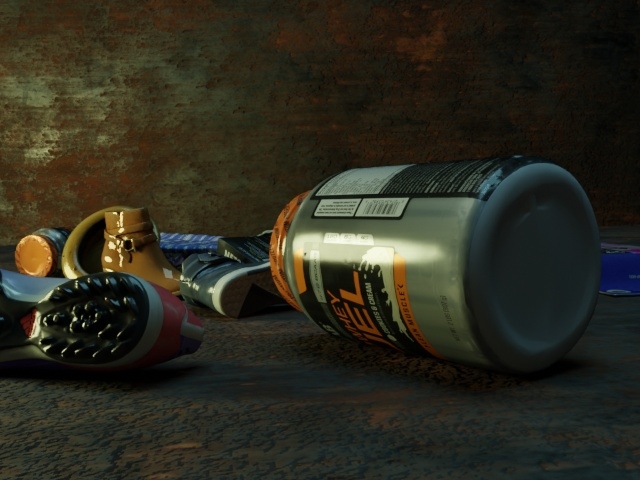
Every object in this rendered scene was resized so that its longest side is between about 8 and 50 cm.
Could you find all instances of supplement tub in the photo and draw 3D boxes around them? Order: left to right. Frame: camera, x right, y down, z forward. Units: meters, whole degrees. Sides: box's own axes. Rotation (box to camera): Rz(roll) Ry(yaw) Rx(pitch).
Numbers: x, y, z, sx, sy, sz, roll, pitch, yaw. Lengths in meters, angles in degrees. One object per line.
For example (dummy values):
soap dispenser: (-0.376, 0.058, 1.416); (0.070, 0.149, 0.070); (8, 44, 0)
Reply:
supplement tub: (-0.536, 0.028, 1.572); (0.117, 0.116, 0.190); (0, 4, 18)
supplement tub: (0.097, 0.018, 0.760); (0.194, 0.193, 0.316); (-4, 4, -36)

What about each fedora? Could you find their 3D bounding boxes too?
fedora: (-0.378, 0.028, 1.392); (0.195, 0.194, 0.079); (-1, -33, 5)

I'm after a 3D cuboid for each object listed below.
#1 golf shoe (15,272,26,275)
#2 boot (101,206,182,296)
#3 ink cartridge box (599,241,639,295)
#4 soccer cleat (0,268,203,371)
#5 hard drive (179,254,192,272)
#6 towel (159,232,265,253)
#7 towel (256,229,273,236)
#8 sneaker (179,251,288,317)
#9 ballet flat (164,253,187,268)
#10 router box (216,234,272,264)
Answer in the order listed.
golf shoe: (-0.468, 0.090, 1.020); (0.186, 0.067, 0.086); (0, 31, -16)
boot: (-0.285, 0.020, 1.260); (0.197, 0.152, 0.073); (0, 3, 18)
ink cartridge box: (0.498, 0.045, 1.317); (0.176, 0.069, 0.371); (-2, 5, -8)
soccer cleat: (-0.267, 0.084, 0.746); (0.319, 0.108, 0.116); (-2, -18, 26)
hard drive: (-0.196, 0.051, 1.549); (0.172, 0.054, 0.254); (-1, 3, 1)
towel: (-0.309, 0.000, 1.562); (0.336, 0.040, 0.243); (2, 4, 19)
towel: (0.000, 0.000, 1.916); (0.313, 0.056, 0.324); (-2, -8, -2)
sneaker: (-0.101, 0.056, 1.126); (0.226, 0.086, 0.163); (-6, 8, -41)
ballet flat: (-0.338, 0.030, 1.789); (0.077, 0.079, 0.221); (-2, 3, 20)
router box: (-0.089, 0.039, 1.363); (0.133, 0.046, 0.179); (-3, 21, -36)
